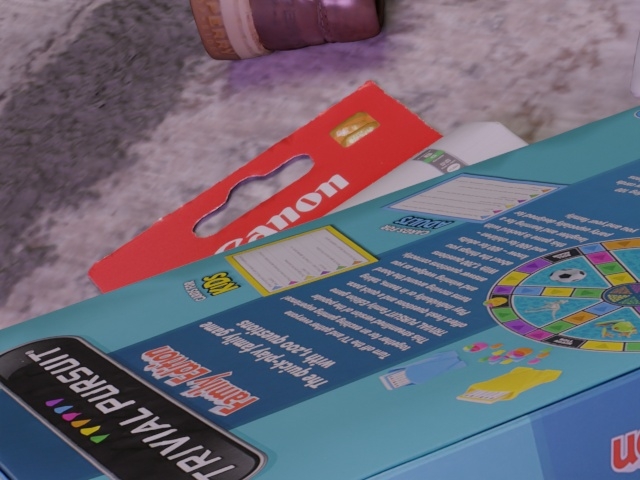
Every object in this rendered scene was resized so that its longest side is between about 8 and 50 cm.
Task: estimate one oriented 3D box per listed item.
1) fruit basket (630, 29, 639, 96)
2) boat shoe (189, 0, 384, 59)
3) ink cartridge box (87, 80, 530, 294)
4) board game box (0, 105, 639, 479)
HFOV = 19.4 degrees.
[{"bbox_3d":[0.281,-0.234,0.775,0.353,0.165,0.327,-35,23,39],"label":"fruit basket"},{"bbox_3d":[0.026,-0.235,1.046,0.123,0.123,0.342,2,48,19],"label":"boat shoe"},{"bbox_3d":[0.000,0.000,0.833,0.181,0.056,0.225,-34,40,-10],"label":"ink cartridge box"},{"bbox_3d":[0.057,0.044,0.594,0.336,0.079,0.254,-20,15,-20],"label":"board game box"}]
